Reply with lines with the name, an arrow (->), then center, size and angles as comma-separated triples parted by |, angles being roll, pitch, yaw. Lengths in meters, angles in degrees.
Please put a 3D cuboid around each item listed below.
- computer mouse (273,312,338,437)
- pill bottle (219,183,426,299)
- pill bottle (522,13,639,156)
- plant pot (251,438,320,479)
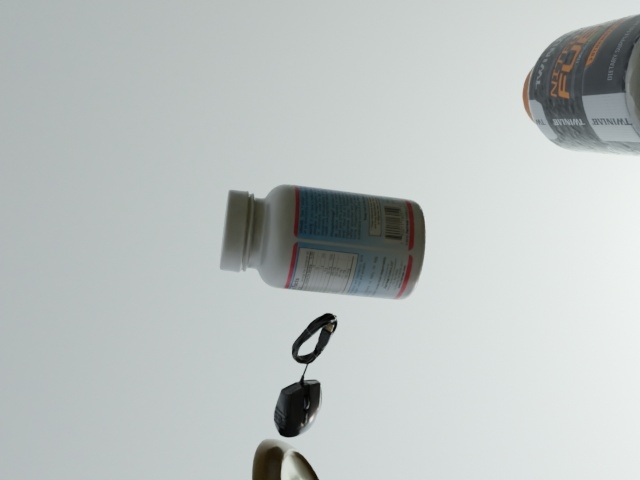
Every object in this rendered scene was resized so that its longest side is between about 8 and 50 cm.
computer mouse -> -0.014, 0.188, 0.955 | 0.071, 0.242, 0.041 | -11, -134, -26
pill bottle -> 0.000, 0.000, 0.598 | 0.160, 0.087, 0.087 | 7, -123, -9
pill bottle -> 0.288, -0.148, 0.706 | 0.131, 0.130, 0.245 | 60, 176, -12
plant pot -> -0.026, 0.385, 0.999 | 0.236, 0.032, 0.236 | 61, -167, -25
